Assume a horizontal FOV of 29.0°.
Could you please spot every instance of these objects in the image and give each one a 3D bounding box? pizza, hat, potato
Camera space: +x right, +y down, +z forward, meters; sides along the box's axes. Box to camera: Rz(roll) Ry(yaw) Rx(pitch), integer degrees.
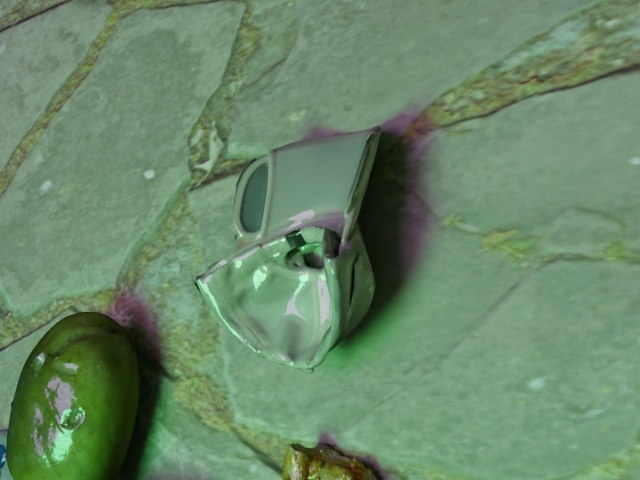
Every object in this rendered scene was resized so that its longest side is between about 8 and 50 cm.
[{"bbox_3d":[0.017,0.288,1.197,0.161,0.062,0.182,-6,76,46],"label":"pizza"},{"bbox_3d":[0.000,0.000,1.272,0.219,0.164,0.226,-4,39,48],"label":"hat"},{"bbox_3d":[-0.301,0.210,1.507,0.197,0.148,0.228,-104,34,-65],"label":"potato"}]

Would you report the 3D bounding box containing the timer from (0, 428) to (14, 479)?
[{"bbox_3d":[-0.436,0.362,1.685,0.208,0.069,0.191,-25,63,41],"label":"timer"}]
